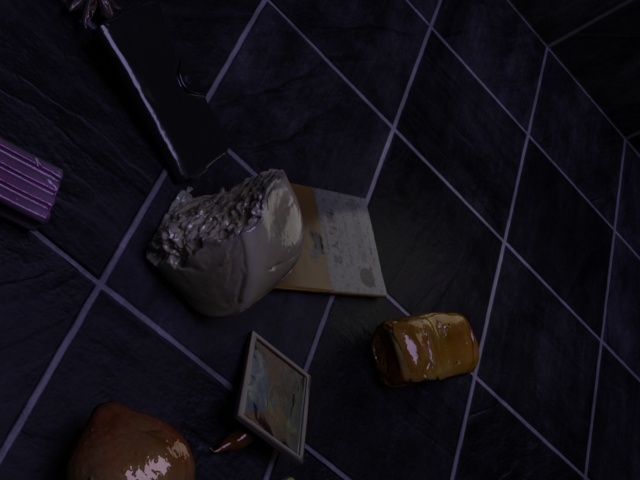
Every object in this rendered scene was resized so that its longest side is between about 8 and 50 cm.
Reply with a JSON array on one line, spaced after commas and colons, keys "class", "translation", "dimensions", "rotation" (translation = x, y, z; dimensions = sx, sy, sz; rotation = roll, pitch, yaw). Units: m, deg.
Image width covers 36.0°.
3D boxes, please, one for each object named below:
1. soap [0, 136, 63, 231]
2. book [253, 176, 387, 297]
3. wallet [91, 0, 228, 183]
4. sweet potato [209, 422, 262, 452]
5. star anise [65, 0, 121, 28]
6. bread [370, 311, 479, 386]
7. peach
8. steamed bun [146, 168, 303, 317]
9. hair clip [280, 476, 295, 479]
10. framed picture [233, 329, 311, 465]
[{"class": "soap", "translation": [-0.566, -0.113, 1.743], "dimensions": [0.203, 0.066, 0.122], "rotation": [32, 52, -31]}, {"class": "book", "translation": [0.000, 0.000, 2.316], "dimensions": [0.389, 0.032, 0.268], "rotation": [7, 65, -45]}, {"class": "wallet", "translation": [-0.328, -0.314, 2.100], "dimensions": [0.197, 0.051, 0.377], "rotation": [-43, 111, -47]}, {"class": "sweet potato", "translation": [-0.147, 0.383, 1.952], "dimensions": [0.195, 0.056, 0.056], "rotation": [-17, 83, -44]}, {"class": "star anise", "translation": [-0.488, -0.516, 2.053], "dimensions": [0.195, 0.065, 0.182], "rotation": [7, 67, -57]}, {"class": "bread", "translation": [0.253, 0.258, 2.373], "dimensions": [0.294, 0.132, 0.166], "rotation": [1, 76, -47]}, {"class": "peach", "translation": [-0.324, 0.377, 1.654], "dimensions": [0.233, 0.233, 0.232], "rotation": [23, 55, -37]}, {"class": "steamed bun", "translation": [-0.158, -0.006, 1.980], "dimensions": [0.273, 0.272, 0.290], "rotation": [53, 45, -12]}, {"class": "hair clip", "translation": [-0.112, 0.518, 1.929], "dimensions": [0.188, 0.033, 0.060], "rotation": [-27, 88, -47]}, {"class": "framed picture", "translation": [-0.093, 0.317, 2.016], "dimensions": [0.184, 0.016, 0.250], "rotation": [42, 28, -22]}]
